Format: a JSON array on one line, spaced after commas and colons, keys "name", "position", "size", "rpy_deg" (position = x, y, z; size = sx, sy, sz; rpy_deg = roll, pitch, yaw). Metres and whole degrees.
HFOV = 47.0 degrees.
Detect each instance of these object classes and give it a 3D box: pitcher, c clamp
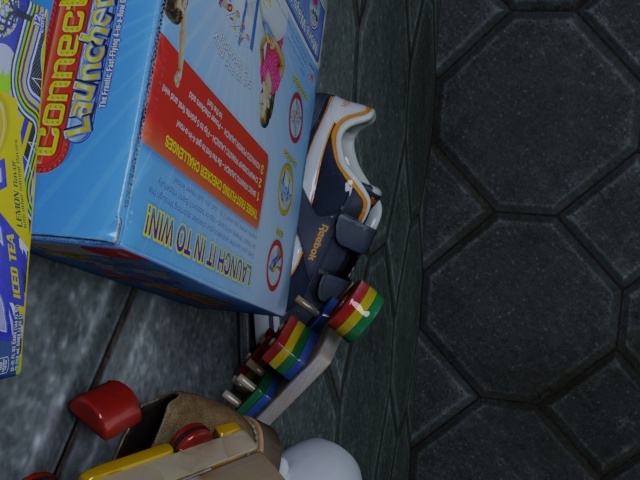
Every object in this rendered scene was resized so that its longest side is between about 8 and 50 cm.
[{"name": "pitcher", "position": [-0.040, 0.307, 0.819], "size": [0.207, 0.125, 0.178], "rpy_deg": [-52, 131, -46]}, {"name": "c clamp", "position": [-0.076, 0.102, 0.780], "size": [0.137, 0.022, 0.161], "rpy_deg": [-61, 151, -70]}]

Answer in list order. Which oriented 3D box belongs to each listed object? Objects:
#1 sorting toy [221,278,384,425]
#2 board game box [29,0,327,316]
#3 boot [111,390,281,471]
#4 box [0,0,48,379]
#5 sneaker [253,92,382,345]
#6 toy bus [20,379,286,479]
[{"name": "sorting toy", "position": [-0.037, 0.107, 0.666], "size": [0.274, 0.046, 0.132], "rpy_deg": [-49, -176, 28]}, {"name": "board game box", "position": [-0.084, -0.114, 0.527], "size": [0.308, 0.086, 0.302], "rpy_deg": [46, 51, -72]}, {"name": "boot", "position": [-0.130, 0.254, 0.512], "size": [0.115, 0.112, 0.305], "rpy_deg": [40, 54, -37]}, {"name": "box", "position": [-0.161, -0.023, 0.313], "size": [0.059, 0.054, 0.169], "rpy_deg": [2, 94, -76]}, {"name": "sneaker", "position": [0.000, 0.000, 0.789], "size": [0.126, 0.127, 0.321], "rpy_deg": [-5, 97, -81]}, {"name": "toy bus", "position": [-0.106, 0.189, 0.422], "size": [0.191, 0.202, 0.104], "rpy_deg": [-76, -177, -63]}]
